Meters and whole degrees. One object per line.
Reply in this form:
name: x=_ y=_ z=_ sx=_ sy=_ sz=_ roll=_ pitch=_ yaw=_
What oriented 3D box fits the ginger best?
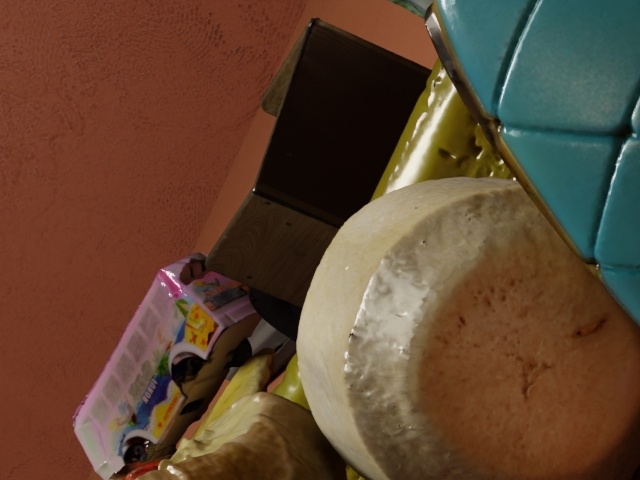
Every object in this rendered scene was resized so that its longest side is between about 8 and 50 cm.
ginger: x=-0.006 y=0.205 z=1.149 sx=0.130 sy=0.275 sz=0.221 roll=-34 pitch=37 yaw=28

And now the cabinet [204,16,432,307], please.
cabinet: x=0.045 y=-0.034 z=1.553 sx=0.148 sy=0.215 sz=0.175 roll=128 pitch=163 yaw=-58

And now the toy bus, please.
toy bus: x=-0.158 y=0.141 z=1.983 sx=0.090 sy=0.112 sz=0.274 roll=-25 pitch=-26 yaw=-52

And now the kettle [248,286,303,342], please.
kettle: x=0.052 y=-0.009 z=1.763 sx=0.232 sy=0.144 sz=0.202 roll=-63 pitch=-23 yaw=-23

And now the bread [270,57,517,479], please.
bread: x=0.098 y=0.031 z=1.308 sx=0.383 sy=0.166 sz=0.112 roll=-64 pitch=-17 yaw=17

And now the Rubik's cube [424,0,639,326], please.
Rubik's cube: x=0.213 y=-0.057 z=0.970 sx=0.254 sy=0.254 sz=0.254 roll=-62 pitch=11 yaw=20

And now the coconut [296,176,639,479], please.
coconut: x=0.091 y=0.062 z=1.119 sx=0.202 sy=0.202 sz=0.222 roll=-66 pitch=13 yaw=-3

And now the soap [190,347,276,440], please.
soap: x=-0.140 y=0.324 z=1.954 sx=0.427 sy=0.115 sz=0.306 roll=-55 pitch=16 yaw=38

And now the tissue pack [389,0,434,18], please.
tissue pack: x=0.163 y=-0.280 z=1.470 sx=0.311 sy=0.228 sz=0.128 roll=-51 pitch=16 yaw=57

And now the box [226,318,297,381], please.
box: x=-0.045 y=0.090 z=2.185 sx=0.244 sy=0.055 sz=0.103 roll=-47 pitch=20 yaw=62

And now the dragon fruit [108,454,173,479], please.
dragon fruit: x=-0.123 y=0.307 z=1.599 sx=0.241 sy=0.241 sz=0.252 roll=-63 pitch=21 yaw=13
